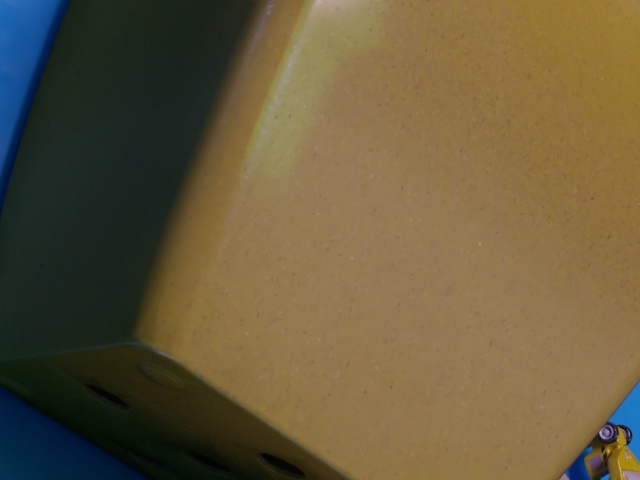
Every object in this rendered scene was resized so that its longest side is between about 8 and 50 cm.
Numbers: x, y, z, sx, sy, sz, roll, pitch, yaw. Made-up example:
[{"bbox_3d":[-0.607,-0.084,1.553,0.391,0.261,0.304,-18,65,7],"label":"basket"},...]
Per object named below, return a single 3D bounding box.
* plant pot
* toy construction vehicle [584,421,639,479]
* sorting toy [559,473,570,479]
[{"bbox_3d":[0.000,0.000,0.476,0.212,0.212,0.187,38,63,-25],"label":"plant pot"},{"bbox_3d":[0.125,0.084,0.658,0.086,0.035,0.098,12,60,-56],"label":"toy construction vehicle"},{"bbox_3d":[0.110,0.136,0.642,0.083,0.012,0.062,55,41,-6],"label":"sorting toy"}]
